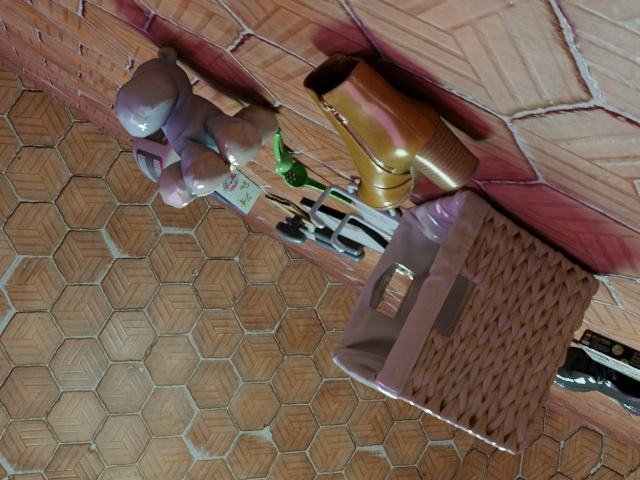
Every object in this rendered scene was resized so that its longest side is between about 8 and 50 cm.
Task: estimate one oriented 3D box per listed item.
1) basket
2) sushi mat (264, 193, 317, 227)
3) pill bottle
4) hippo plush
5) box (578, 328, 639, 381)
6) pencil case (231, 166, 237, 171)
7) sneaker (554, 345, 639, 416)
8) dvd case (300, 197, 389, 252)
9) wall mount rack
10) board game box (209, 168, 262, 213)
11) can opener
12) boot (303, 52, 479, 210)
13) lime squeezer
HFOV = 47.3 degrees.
[{"bbox_3d":[0.226,0.129,1.208,0.266,0.328,0.331,28,174,-7],"label":"basket"},{"bbox_3d":[-0.038,-0.055,2.338,0.151,0.019,0.316,22,169,48],"label":"sushi mat"},{"bbox_3d":[-0.384,-0.227,1.936,0.176,0.176,0.318,36,172,-35],"label":"pill bottle"},{"bbox_3d":[-0.227,-0.234,1.312,0.236,0.234,0.294,52,-150,-18],"label":"hippo plush"},{"bbox_3d":[0.638,0.253,1.483,0.207,0.036,0.114,25,171,45],"label":"box"},{"bbox_3d":[-0.265,-0.245,1.638,0.236,0.104,0.104,34,173,-41],"label":"pencil case"},{"bbox_3d":[0.630,0.295,1.636,0.286,0.109,0.130,16,160,32],"label":"sneaker"},{"bbox_3d":[0.075,-0.035,1.961,0.253,0.022,0.180,25,171,47],"label":"dvd case"},{"bbox_3d":[0.139,0.017,1.541,0.304,0.130,0.350,32,175,20],"label":"wall mount rack"},{"bbox_3d":[-0.355,-0.217,2.247,0.224,0.097,0.303,26,173,40],"label":"board game box"},{"bbox_3d":[0.000,0.000,2.204,0.280,0.093,0.074,20,153,21],"label":"can opener"},{"bbox_3d":[0.060,-0.143,0.952,0.211,0.104,0.295,39,167,-15],"label":"boot"},{"bbox_3d":[-0.052,-0.148,1.546,0.110,0.059,0.310,27,171,38],"label":"lime squeezer"}]
